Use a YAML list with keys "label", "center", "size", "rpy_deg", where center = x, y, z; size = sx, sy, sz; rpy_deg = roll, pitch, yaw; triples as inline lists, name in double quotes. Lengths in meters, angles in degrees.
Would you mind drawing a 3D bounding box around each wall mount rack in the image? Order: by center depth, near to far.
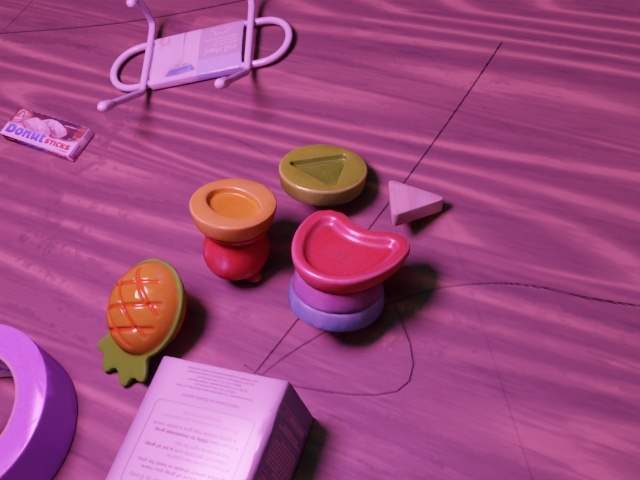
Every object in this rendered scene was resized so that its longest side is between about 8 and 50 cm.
- label: "wall mount rack"
  center: [-0.232, -0.316, 1.543]
  size: [0.350, 0.130, 0.304]
  rpy_deg: [-9, 55, 15]

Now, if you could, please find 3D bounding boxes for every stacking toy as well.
- label: "stacking toy"
  center: [0.000, 0.000, 1.294]
  size: [0.309, 0.130, 0.279]
  rpy_deg: [28, 44, 30]

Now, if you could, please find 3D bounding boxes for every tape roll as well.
- label: "tape roll"
  center: [-0.486, 0.257, 1.274]
  size: [0.275, 0.090, 0.274]
  rpy_deg: [-10, 56, 14]

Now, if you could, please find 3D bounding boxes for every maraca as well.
- label: "maraca"
  center: [-0.255, 0.115, 1.286]
  size: [0.127, 0.099, 0.185]
  rpy_deg: [30, 97, 35]

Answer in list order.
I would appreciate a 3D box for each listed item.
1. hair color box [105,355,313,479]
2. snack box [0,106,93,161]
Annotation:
- label: "hair color box"
  center: [-0.165, 0.339, 1.081]
  size: [0.186, 0.113, 0.374]
  rpy_deg: [7, 57, 25]
- label: "snack box"
  center: [-0.489, -0.190, 1.617]
  size: [0.178, 0.022, 0.064]
  rpy_deg: [18, 67, 29]
